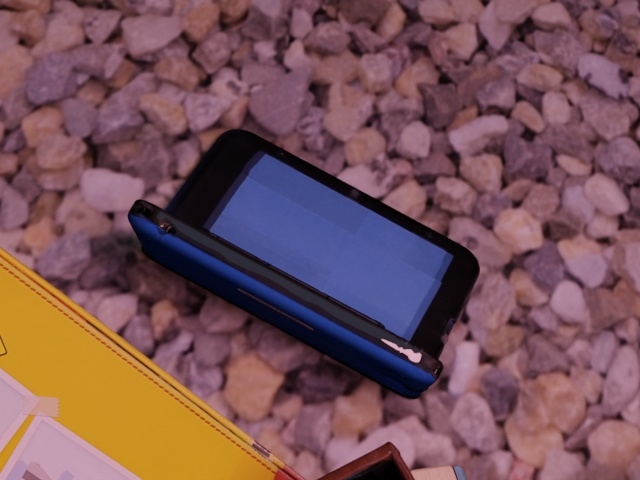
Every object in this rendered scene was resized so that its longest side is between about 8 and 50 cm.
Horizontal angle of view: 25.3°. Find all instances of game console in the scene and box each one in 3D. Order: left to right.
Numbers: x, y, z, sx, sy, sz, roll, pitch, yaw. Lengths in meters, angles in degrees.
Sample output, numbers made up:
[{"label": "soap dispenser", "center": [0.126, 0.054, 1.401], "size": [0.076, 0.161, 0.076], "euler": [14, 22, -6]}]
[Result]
[{"label": "game console", "center": [0.000, 0.000, 1.285], "size": [0.293, 0.250, 0.173], "euler": [28, 80, 3]}]

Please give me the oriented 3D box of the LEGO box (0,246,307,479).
[{"label": "LEGO box", "center": [-0.286, 0.204, 0.950], "size": [0.500, 0.193, 0.372], "euler": [39, 52, -11]}]

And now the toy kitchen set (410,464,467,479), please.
[{"label": "toy kitchen set", "center": [0.129, 0.264, 1.110], "size": [0.166, 0.207, 0.122], "euler": [-5, 59, -20]}]

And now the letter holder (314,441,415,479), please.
[{"label": "letter holder", "center": [0.062, 0.317, 0.863], "size": [0.152, 0.302, 0.214], "euler": [-27, 22, -5]}]
